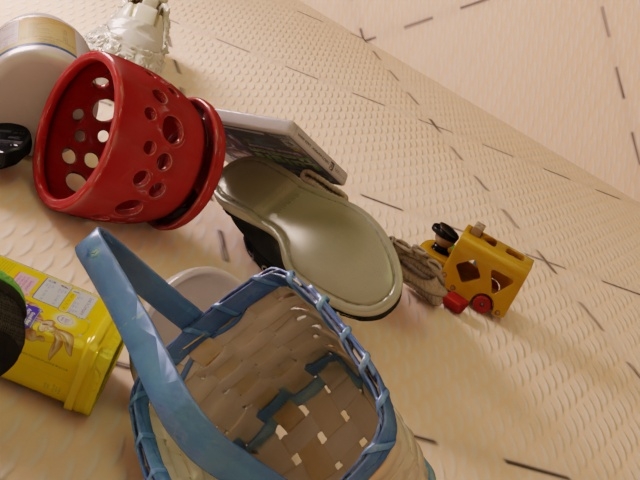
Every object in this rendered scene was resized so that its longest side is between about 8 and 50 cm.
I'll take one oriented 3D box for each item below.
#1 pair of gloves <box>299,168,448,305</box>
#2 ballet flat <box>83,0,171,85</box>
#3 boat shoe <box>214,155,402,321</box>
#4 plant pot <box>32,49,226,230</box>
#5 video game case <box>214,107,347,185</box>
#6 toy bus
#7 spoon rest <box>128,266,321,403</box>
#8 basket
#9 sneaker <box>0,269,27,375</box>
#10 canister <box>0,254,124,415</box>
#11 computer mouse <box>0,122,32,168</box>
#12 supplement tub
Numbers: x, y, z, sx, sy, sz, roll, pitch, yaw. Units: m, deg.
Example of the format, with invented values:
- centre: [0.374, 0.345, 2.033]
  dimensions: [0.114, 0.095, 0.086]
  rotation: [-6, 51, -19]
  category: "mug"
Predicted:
- centre: [0.069, 0.009, 1.399]
  dimensions: [0.240, 0.042, 0.204]
  rotation: [35, -10, 10]
  category: "pair of gloves"
- centre: [-0.321, -0.358, 1.777]
  dimensions: [0.147, 0.147, 0.409]
  rotation: [22, 21, -14]
  category: "ballet flat"
- centre: [-0.012, 0.015, 1.296]
  dimensions: [0.127, 0.113, 0.340]
  rotation: [-41, 49, -20]
  category: "boat shoe"
- centre: [-0.218, -0.107, 1.223]
  dimensions: [0.174, 0.191, 0.191]
  rotation: [17, 22, -39]
  category: "plant pot"
- centre: [-0.080, -0.125, 1.357]
  dimensions: [0.190, 0.022, 0.173]
  rotation: [12, -13, 29]
  category: "video game case"
- centre: [0.220, 0.025, 1.555]
  dimensions: [0.202, 0.104, 0.191]
  rotation: [12, 24, -35]
  category: "toy bus"
- centre: [-0.080, 0.095, 1.005]
  dimensions: [0.084, 0.137, 0.276]
  rotation: [18, 6, 31]
  category: "spoon rest"
- centre: [-0.054, 0.129, 0.782]
  dimensions: [0.289, 0.201, 0.255]
  rotation: [51, 0, -40]
  category: "basket"
- centre: [-0.340, 0.129, 0.582]
  dimensions: [0.202, 0.185, 0.483]
  rotation: [49, 28, 8]
  category: "sneaker"
- centre: [-0.257, 0.072, 0.903]
  dimensions: [0.170, 0.073, 0.126]
  rotation: [23, 20, -5]
  category: "canister"
- centre: [-0.385, -0.074, 1.158]
  dimensions: [0.071, 0.041, 0.242]
  rotation: [7, 27, 6]
  category: "computer mouse"
- centre: [-0.364, -0.208, 1.345]
  dimensions: [0.144, 0.144, 0.200]
  rotation: [18, 22, -23]
  category: "supplement tub"
